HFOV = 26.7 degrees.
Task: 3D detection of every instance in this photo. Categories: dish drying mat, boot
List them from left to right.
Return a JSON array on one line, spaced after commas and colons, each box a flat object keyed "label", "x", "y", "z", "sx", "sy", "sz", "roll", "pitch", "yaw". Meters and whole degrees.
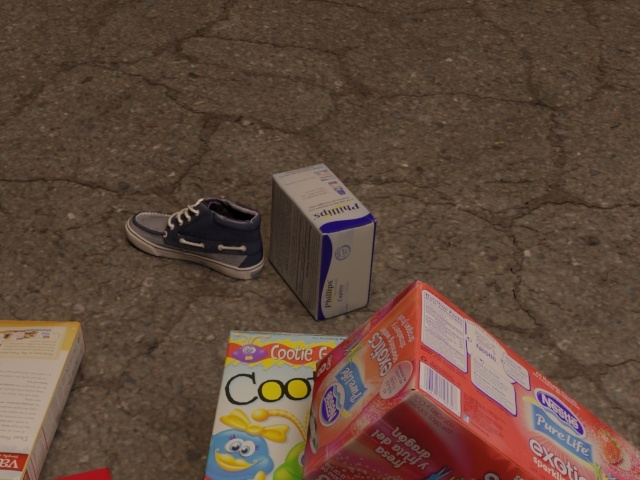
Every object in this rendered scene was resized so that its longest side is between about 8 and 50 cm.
[{"label": "dish drying mat", "x": -0.248, "y": 0.244, "z": 1.329, "sx": 0.083, "sy": 0.008, "sz": 0.032, "roll": -11, "pitch": 37, "yaw": -17}, {"label": "boot", "x": -0.153, "y": -0.022, "z": 1.634, "sx": 0.190, "sy": 0.086, "sz": 0.069, "roll": 15, "pitch": 38, "yaw": 18}]

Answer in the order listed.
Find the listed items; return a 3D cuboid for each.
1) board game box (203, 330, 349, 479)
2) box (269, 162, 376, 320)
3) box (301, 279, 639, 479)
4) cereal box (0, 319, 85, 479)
[{"label": "board game box", "x": -0.031, "y": 0.226, "z": 1.248, "sx": 0.142, "sy": 0.144, "sz": 0.275, "roll": 3, "pitch": 35, "yaw": 3}, {"label": "box", "x": 0.000, "y": 0.000, "z": 1.578, "sx": 0.072, "sy": 0.126, "sz": 0.137, "roll": -14, "pitch": 39, "yaw": -23}, {"label": "box", "x": 0.143, "y": 0.196, "z": 1.169, "sx": 0.300, "sy": 0.142, "sz": 0.154, "roll": 37, "pitch": 31, "yaw": -20}, {"label": "cereal box", "x": -0.355, "y": 0.173, "z": 1.387, "sx": 0.173, "sy": 0.047, "sz": 0.240, "roll": 2, "pitch": 37, "yaw": 7}]
